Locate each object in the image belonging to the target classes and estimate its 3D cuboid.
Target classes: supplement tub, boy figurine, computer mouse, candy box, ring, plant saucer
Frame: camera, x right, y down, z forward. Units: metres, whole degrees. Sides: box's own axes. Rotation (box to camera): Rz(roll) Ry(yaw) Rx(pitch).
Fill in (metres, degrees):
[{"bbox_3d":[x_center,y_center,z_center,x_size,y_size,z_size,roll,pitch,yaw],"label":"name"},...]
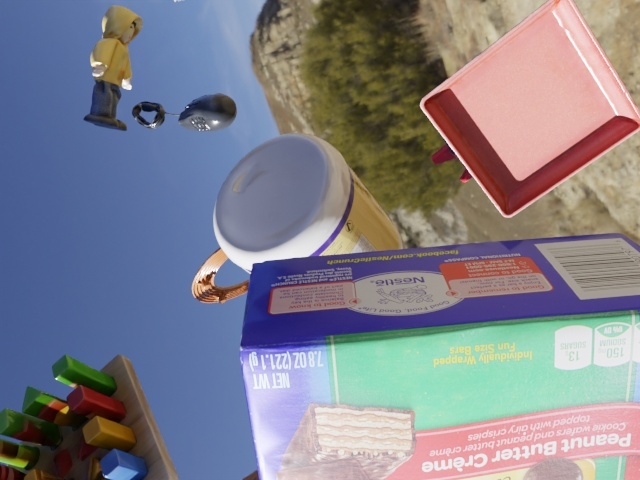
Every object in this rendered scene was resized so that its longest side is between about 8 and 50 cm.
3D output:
[{"bbox_3d":[0.000,0.000,1.055,0.331,0.241,0.241,44,-153,-50],"label":"supplement tub"},{"bbox_3d":[-0.487,-0.408,1.454,0.177,0.092,0.285,23,-102,-85],"label":"boy figurine"},{"bbox_3d":[-0.237,-0.220,1.022,0.041,0.242,0.071,49,-123,-50],"label":"computer mouse"},{"bbox_3d":[0.096,0.169,0.435,0.122,0.268,0.317,-91,-4,-67],"label":"candy box"},{"bbox_3d":[-0.172,0.060,1.560,0.032,0.336,0.336,55,179,21],"label":"ring"},{"bbox_3d":[0.329,-0.205,0.963,0.258,0.259,0.048,47,-163,-20],"label":"plant saucer"}]

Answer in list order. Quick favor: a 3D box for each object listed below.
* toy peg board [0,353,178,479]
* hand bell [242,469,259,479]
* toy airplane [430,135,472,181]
[{"bbox_3d":[-0.238,0.201,0.558,0.160,0.161,0.079,49,-178,42],"label":"toy peg board"},{"bbox_3d":[-0.036,0.451,1.222,0.126,0.242,0.126,165,90,-85],"label":"hand bell"},{"bbox_3d":[0.337,-0.200,1.479,0.028,0.151,0.151,-54,-44,-40],"label":"toy airplane"}]
